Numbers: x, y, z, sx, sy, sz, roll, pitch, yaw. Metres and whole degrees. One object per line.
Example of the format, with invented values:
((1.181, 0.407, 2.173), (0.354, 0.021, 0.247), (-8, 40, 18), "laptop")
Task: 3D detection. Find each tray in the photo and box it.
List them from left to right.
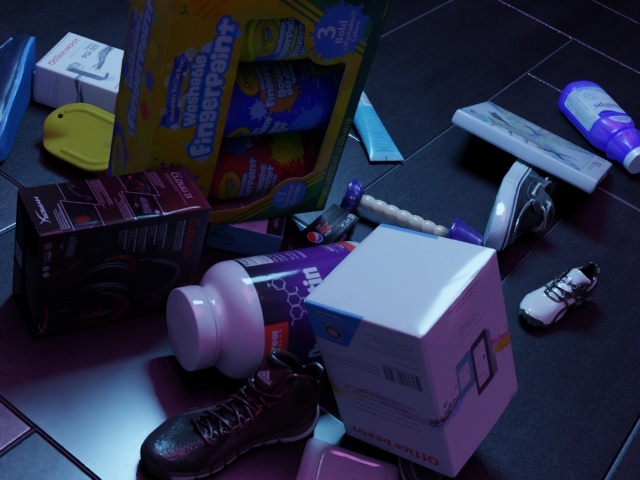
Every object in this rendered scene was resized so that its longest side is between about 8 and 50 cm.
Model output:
((0.026, 0.384, 1.286), (0.145, 0.030, 0.270), (19, 39, 0), "tray")

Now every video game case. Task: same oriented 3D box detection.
((0.474, -0.214, 2.089), (0.329, 0.036, 0.300), (29, 21, 14), "video game case")

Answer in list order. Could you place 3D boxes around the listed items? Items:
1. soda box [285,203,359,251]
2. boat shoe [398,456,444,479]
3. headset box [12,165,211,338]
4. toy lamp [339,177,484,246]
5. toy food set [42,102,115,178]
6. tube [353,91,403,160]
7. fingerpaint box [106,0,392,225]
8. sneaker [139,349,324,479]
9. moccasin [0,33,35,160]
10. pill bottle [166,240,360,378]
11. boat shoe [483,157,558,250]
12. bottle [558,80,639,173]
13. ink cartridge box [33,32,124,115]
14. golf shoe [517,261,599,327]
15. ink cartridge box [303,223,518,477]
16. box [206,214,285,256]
((0.000, 0.000, 1.712), (0.060, 0.053, 0.169), (31, 40, 16), "soda box")
((0.169, 0.290, 1.419), (0.075, 0.065, 0.206), (25, 38, 1), "boat shoe")
((-0.307, 0.013, 1.447), (0.293, 0.218, 0.110), (-11, 48, -31), "headset box")
((0.176, -0.037, 1.805), (0.275, 0.080, 0.080), (25, 39, 7), "toy lamp")
((-0.409, -0.167, 1.752), (0.218, 0.071, 0.128), (27, 63, 14), "toy food set")
((0.108, -0.245, 2.054), (0.080, 0.052, 0.207), (-7, 50, -21), "tube")
((-0.128, -0.236, 1.533), (0.371, 0.444, 0.163), (-8, 46, -30), "fingerpaint box")
((-0.113, 0.223, 1.315), (0.281, 0.162, 0.106), (-14, 49, -34), "sneaker")
((-0.608, -0.286, 1.754), (0.117, 0.137, 0.342), (7, 39, -7), "moccasin")
((-0.063, 0.109, 1.457), (0.323, 0.181, 0.181), (-10, 46, -30), "pill bottle")
((0.415, -0.074, 1.905), (0.119, 0.121, 0.335), (22, 37, 12), "boat shoe")
((0.687, -0.272, 2.268), (0.118, 0.092, 0.282), (-3, 43, -25), "bottle")
((-0.438, -0.315, 1.887), (0.218, 0.092, 0.158), (18, 39, 2), "ink cartridge box")
((0.440, 0.092, 1.743), (0.198, 0.093, 0.077), (-24, 55, -38), "golf shoe")
((0.137, 0.153, 1.347), (0.198, 0.270, 0.197), (15, 45, 37), "ink cartridge box")
((-0.186, -0.041, 1.682), (0.244, 0.060, 0.100), (13, 39, -6), "box")
